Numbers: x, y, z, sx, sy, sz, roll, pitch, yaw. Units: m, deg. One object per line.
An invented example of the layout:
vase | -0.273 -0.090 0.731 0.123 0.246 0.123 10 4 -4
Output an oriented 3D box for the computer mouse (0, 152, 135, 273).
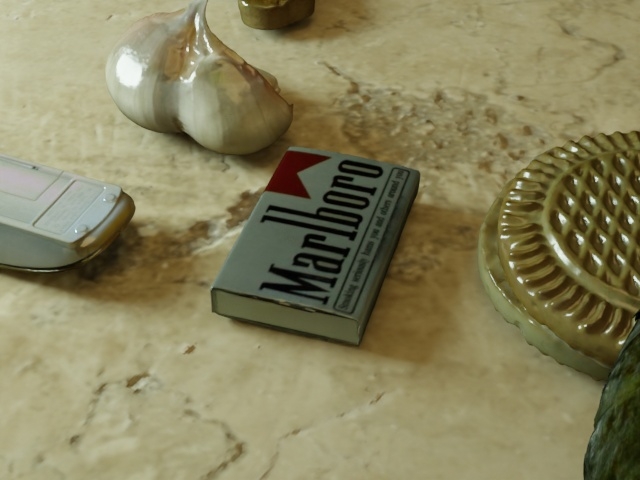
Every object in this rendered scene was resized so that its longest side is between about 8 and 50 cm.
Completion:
computer mouse | -0.241 -0.026 0.881 0.199 0.045 0.102 15 45 17

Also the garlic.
garlic | -0.100 -0.136 0.972 0.174 0.099 0.124 27 63 27

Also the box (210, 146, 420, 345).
box | 0.000 0.000 0.856 0.115 0.036 0.177 12 43 14

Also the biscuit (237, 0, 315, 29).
biscuit | -0.071 -0.318 1.211 0.183 0.047 0.320 -13 43 -11

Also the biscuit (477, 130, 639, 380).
biscuit | 0.241 0.008 0.812 0.259 0.079 0.259 -1 43 1

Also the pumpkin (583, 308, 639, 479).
pumpkin | 0.293 0.126 0.576 0.320 0.192 0.320 -1 58 2
